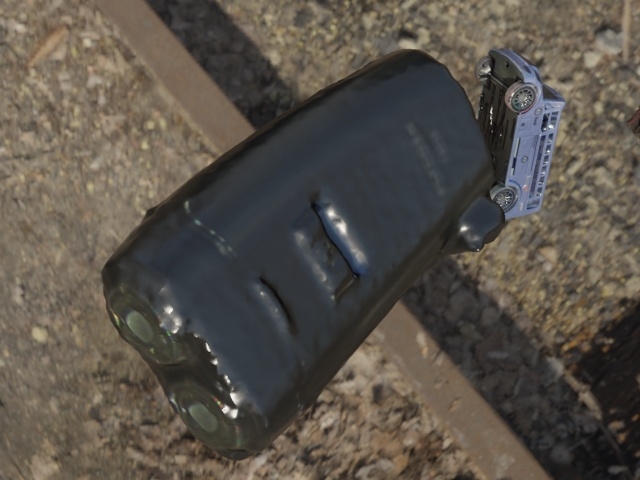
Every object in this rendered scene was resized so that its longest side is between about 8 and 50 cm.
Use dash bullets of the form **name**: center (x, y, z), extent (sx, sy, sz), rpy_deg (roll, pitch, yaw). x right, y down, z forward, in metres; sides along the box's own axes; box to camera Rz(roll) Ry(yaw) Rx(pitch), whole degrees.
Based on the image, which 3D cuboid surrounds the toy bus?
- **toy bus**: center (0.191, -0.107, 1.042), extent (0.076, 0.167, 0.073), rpy_deg (-9, 36, -20)

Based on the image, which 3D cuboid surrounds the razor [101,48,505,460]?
- **razor**: center (-0.002, -0.001, 0.791), extent (0.327, 0.107, 0.189), rpy_deg (-40, 112, -30)

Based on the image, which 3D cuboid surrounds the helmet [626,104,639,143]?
- **helmet**: center (0.498, -0.090, 1.182), extent (0.197, 0.338, 0.271), rpy_deg (-38, 82, 10)
